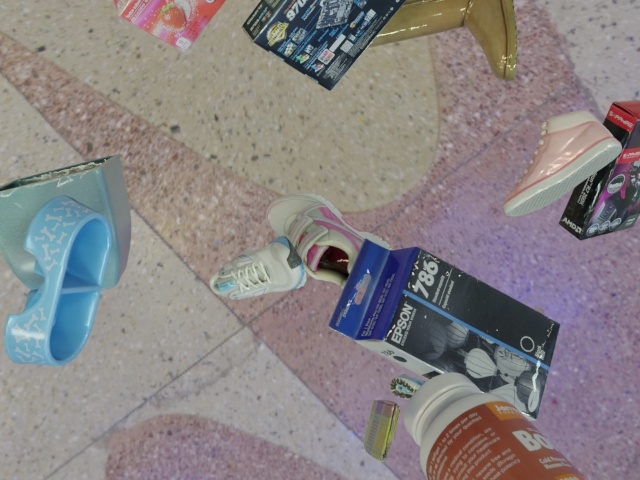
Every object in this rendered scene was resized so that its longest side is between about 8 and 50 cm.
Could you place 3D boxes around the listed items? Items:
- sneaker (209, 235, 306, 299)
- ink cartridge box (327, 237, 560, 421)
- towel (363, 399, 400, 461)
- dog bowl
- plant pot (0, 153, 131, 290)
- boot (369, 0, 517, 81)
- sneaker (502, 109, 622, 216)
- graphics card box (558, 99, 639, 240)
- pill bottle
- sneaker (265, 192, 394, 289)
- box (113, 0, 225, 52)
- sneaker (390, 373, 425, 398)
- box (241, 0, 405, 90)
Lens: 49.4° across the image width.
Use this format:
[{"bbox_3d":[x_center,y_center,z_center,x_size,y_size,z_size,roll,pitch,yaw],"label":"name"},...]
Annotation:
[{"bbox_3d":[-0.087,0.048,0.898,0.082,0.190,0.071,-25,93,-31],"label":"sneaker"},{"bbox_3d":[0.191,0.128,1.042,0.332,0.065,0.165,26,66,-7],"label":"ink cartridge box"},{"bbox_3d":[0.063,0.198,0.732,0.009,0.083,0.060,17,77,-7],"label":"towel"},{"bbox_3d":[-0.438,0.076,1.187,0.074,0.166,0.297,15,92,12],"label":"dog bowl"},{"bbox_3d":[-0.518,-0.019,1.449,0.247,0.248,0.252,-15,105,-4],"label":"plant pot"},{"bbox_3d":[0.203,-0.373,1.225,0.269,0.089,0.236,-5,76,14],"label":"boot"},{"bbox_3d":[0.243,-0.085,0.741,0.134,0.070,0.051,-38,152,25],"label":"sneaker"},{"bbox_3d":[0.795,-0.186,1.830,0.232,0.094,0.371,-11,132,-30],"label":"graphics card box"},{"bbox_3d":[0.177,0.233,0.700,0.121,0.216,0.121,-13,122,-21],"label":"pill bottle"},{"bbox_3d":[0.000,0.000,1.168,0.252,0.111,0.103,29,117,25],"label":"sneaker"},{"bbox_3d":[-0.214,-0.494,1.162,0.300,0.154,0.142,-44,141,22],"label":"box"},{"bbox_3d":[0.259,0.376,1.739,0.162,0.073,0.063,26,114,18],"label":"sneaker"},{"bbox_3d":[0.019,-0.345,1.012,0.175,0.051,0.220,20,119,-46],"label":"box"}]
